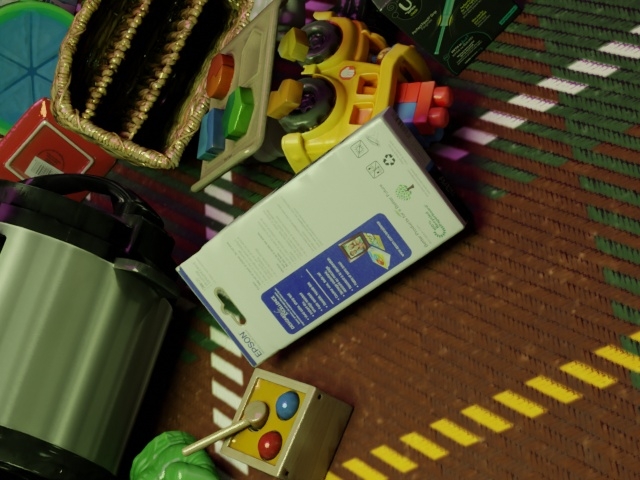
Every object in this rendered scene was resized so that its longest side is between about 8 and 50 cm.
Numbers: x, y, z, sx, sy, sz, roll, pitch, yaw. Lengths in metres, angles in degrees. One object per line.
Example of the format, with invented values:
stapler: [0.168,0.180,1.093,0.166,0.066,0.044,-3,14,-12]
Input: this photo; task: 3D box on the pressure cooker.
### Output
pressure cooker: [-0.390,0.103,1.701,0.375,0.369,0.421,120,169,-71]

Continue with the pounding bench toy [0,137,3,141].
pounding bench toy: [-0.525,-0.140,2.223,0.065,0.083,0.052,-9,57,4]

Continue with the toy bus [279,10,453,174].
toy bus: [0.072,-0.180,1.607,0.211,0.149,0.220,-4,60,28]

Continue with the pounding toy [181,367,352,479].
pounding toy: [-0.064,0.223,1.508,0.141,0.100,0.130,12,74,47]

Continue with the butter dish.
butter dish: [-0.432,-0.143,2.080,0.160,0.160,0.118,-46,20,12]

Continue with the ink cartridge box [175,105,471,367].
ink cartridge box: [0.000,0.000,1.538,0.332,0.165,0.065,-34,8,22]

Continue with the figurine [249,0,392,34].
figurine: [0.001,-0.393,1.753,0.214,0.092,0.210,6,91,27]

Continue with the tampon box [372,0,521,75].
tampon box: [0.144,-0.309,1.588,0.120,0.161,0.101,-44,43,15]

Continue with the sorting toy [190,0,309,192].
sorting toy: [-0.094,-0.201,1.641,0.307,0.041,0.229,-26,51,62]

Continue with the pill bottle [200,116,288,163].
pill bottle: [-0.096,-0.146,1.785,0.137,0.078,0.078,-2,65,44]

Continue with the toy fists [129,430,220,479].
toy fists: [-0.226,0.368,1.581,0.279,0.096,0.142,-49,42,8]

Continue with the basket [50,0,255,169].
basket: [-0.259,-0.275,1.878,0.299,0.213,0.223,-62,19,-5]

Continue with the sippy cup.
sippy cup: [-0.518,-0.298,2.195,0.224,0.305,0.240,23,111,60]

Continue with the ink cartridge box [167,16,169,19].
ink cartridge box: [-0.247,-0.471,2.077,0.086,0.153,0.208,4,68,46]

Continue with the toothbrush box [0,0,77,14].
toothbrush box: [-0.549,-0.530,2.360,0.126,0.216,0.296,-14,58,39]
